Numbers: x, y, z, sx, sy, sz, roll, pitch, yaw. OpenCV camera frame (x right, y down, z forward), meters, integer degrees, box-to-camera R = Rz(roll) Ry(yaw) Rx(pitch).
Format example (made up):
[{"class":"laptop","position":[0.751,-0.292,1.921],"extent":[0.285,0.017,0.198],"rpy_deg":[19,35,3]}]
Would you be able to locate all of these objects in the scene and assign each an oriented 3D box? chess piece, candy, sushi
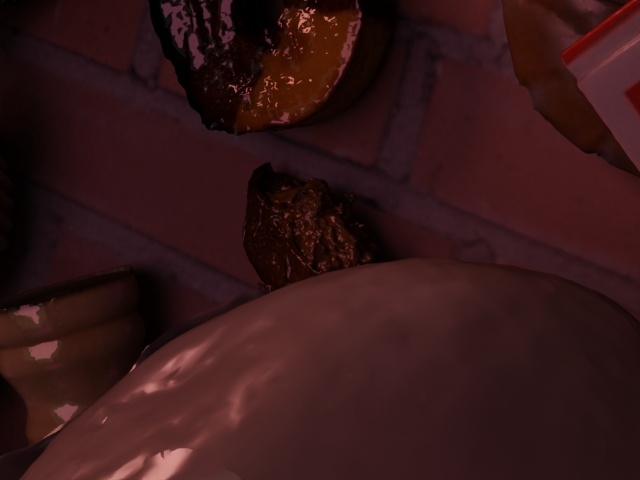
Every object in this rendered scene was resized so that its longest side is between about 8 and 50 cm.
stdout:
[{"class":"chess piece","position":[-0.123,0.122,0.864],"extent":[0.090,0.090,0.200],"rpy_deg":[-12,96,33]},{"class":"candy","position":[0.019,0.213,0.610],"extent":[0.186,0.386,0.427],"rpy_deg":[26,97,67]},{"class":"sushi","position":[-0.003,0.000,0.786],"extent":[0.118,0.061,0.060],"rpy_deg":[37,122,28]}]

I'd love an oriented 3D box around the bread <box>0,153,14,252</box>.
[{"class":"bread","position":[-0.306,-0.048,0.917],"extent":[0.250,0.133,0.179],"rpy_deg":[26,74,19]}]

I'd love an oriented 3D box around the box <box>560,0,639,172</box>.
[{"class":"box","position":[0.209,-0.016,0.611],"extent":[0.123,0.050,0.229],"rpy_deg":[-37,86,39]}]

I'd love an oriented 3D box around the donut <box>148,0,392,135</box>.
[{"class":"donut","position":[-0.025,-0.122,0.798],"extent":[0.140,0.059,0.140],"rpy_deg":[0,91,33]}]

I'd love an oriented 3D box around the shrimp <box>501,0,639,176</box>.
[{"class":"shrimp","position":[0.204,-0.093,0.647],"extent":[0.287,0.063,0.152],"rpy_deg":[8,97,35]}]

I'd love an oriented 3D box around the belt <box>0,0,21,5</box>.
[{"class":"belt","position":[-0.247,-0.221,0.820],"extent":[0.295,0.207,0.160],"rpy_deg":[-27,70,-11]}]
